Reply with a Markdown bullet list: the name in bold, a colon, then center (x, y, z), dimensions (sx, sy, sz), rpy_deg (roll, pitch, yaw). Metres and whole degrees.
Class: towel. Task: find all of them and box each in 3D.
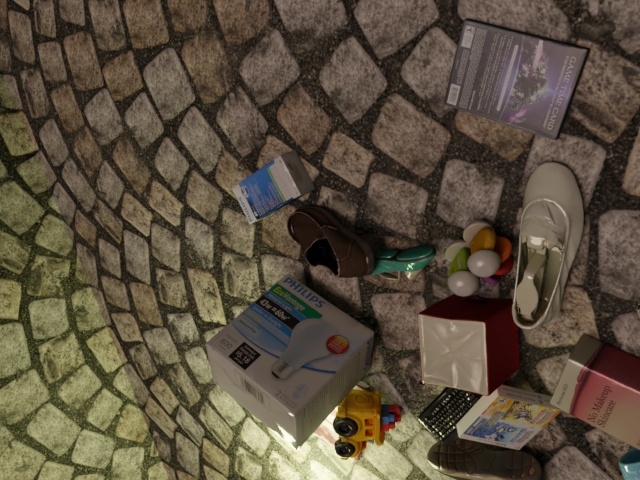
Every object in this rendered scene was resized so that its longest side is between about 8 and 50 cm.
- **towel**: center (0.050, 0.581, 2.016), dimensions (0.237, 0.037, 0.329), rpy_deg (22, 122, 30)

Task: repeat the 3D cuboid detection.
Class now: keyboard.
- **keyboard**: center (0.373, 0.431, 1.663), dimensions (0.201, 0.033, 0.317), rpy_deg (46, 127, 20)

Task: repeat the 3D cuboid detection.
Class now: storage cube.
- **storage cube**: center (0.373, 0.256, 1.470), dimensions (0.183, 0.193, 0.215), rpy_deg (3, 101, 39)

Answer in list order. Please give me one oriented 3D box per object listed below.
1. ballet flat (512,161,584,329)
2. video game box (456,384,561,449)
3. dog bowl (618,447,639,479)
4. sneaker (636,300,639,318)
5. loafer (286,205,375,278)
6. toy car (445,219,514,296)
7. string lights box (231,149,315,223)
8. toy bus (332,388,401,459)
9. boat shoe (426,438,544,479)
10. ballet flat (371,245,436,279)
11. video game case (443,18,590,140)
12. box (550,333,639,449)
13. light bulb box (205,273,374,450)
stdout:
- **ballet flat**: center (0.499, 0.030, 1.321), dimensions (0.139, 0.139, 0.400), rpy_deg (15, 119, 34)
- **video game box**: center (0.484, 0.460, 1.521), dimensions (0.187, 0.048, 0.205), rpy_deg (13, 129, -14)
- **dog bowl**: center (0.789, 0.473, 1.273), dimensions (0.297, 0.166, 0.074), rpy_deg (-41, 70, 43)
- **sneaker**: center (0.815, 0.168, 1.148), dimensions (0.330, 0.130, 0.147), rpy_deg (-5, 120, 44)
- **loafer**: center (0.000, 0.000, 1.683), dimensions (0.366, 0.130, 0.134), rpy_deg (29, 128, 48)
- **toy car**: center (0.393, 0.053, 1.431), dimensions (0.136, 0.159, 0.182), rpy_deg (22, 132, -14)
- **string lights box**: center (-0.150, -0.160, 1.809), dimensions (0.259, 0.077, 0.133), rpy_deg (-25, 92, 44)
- **toy bus**: center (0.149, 0.581, 1.859), dimensions (0.211, 0.149, 0.220), rpy_deg (1, 117, 6)
- **boat shoe**: center (0.455, 0.658, 1.649), dimensions (0.355, 0.132, 0.130), rpy_deg (-4, 117, 49)
- **ballet flat**: center (0.223, 0.065, 1.606), dimensions (0.247, 0.083, 0.087), rpy_deg (-4, 115, 46)
- **video game case**: center (0.417, -0.354, 1.284), dimensions (0.274, 0.026, 0.196), rpy_deg (26, 125, 27)
- **box**: center (0.669, 0.344, 1.328), dimensions (0.232, 0.127, 0.148), rpy_deg (24, 124, 29)
- **light bulb box**: center (-0.086, 0.353, 1.771), dimensions (0.358, 0.361, 0.225), rpy_deg (32, 143, 25)
